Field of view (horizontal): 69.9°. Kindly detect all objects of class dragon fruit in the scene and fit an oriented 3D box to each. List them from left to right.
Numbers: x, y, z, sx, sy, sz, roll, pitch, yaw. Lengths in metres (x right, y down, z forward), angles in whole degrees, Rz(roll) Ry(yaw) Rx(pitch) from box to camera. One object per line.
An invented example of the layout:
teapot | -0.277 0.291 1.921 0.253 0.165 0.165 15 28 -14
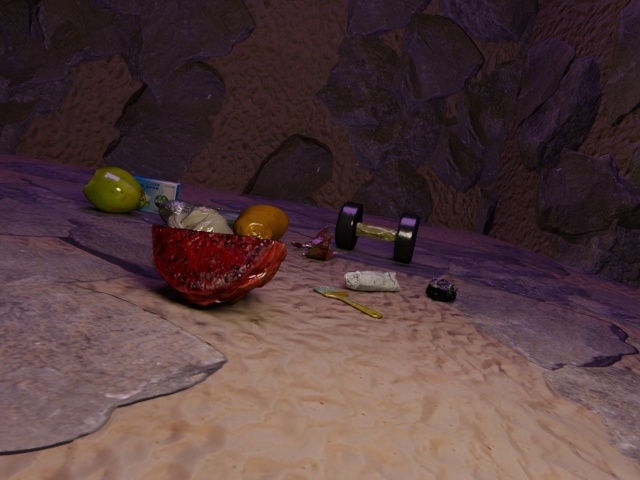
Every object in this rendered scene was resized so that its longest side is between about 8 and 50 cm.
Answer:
dragon fruit | -0.208 0.076 1.006 0.316 0.152 0.205 6 -13 23

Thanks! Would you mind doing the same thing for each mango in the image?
mango | -0.224 -0.056 1.700 0.186 0.144 0.359 10 12 12

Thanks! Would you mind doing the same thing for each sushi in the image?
sushi | 0.371 0.152 1.396 0.084 0.056 0.083 14 10 25

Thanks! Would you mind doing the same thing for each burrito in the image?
burrito | 0.155 0.119 1.345 0.203 0.064 0.064 5 11 -34

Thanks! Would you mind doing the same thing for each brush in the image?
brush | 0.075 0.156 1.178 0.082 0.010 0.218 3 13 -40

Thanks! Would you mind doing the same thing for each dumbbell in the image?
dumbbell | 0.237 -0.037 1.908 0.322 0.204 0.203 13 10 13

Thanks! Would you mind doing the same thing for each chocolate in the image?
chocolate | -0.496 -0.097 1.759 0.248 0.110 0.110 4 12 -34

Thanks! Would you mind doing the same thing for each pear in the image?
pear | -0.783 -0.186 1.768 0.219 0.188 0.187 30 1 -24

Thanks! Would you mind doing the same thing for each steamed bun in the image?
steamed bun | -0.371 -0.034 1.398 0.218 0.145 0.211 18 12 39

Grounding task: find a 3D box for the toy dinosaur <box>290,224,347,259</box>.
toy dinosaur | 0.009 0.001 1.719 0.206 0.113 0.327 15 9 24

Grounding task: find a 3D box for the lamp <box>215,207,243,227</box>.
lamp | -0.446 -0.107 2.033 0.266 0.047 0.269 7 10 -22

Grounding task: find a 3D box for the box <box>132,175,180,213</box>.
box | -0.705 -0.189 1.940 0.194 0.139 0.073 10 11 -4
